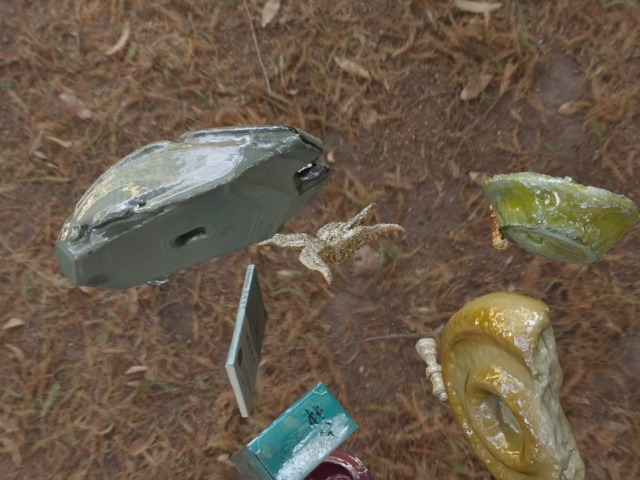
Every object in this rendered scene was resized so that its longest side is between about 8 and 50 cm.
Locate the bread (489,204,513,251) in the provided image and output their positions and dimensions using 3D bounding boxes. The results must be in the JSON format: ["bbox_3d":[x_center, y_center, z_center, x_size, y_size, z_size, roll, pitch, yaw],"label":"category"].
[{"bbox_3d":[0.415,-0.061,1.360,0.054,0.136,0.154,28,43,-26],"label":"bread"}]

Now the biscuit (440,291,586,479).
[{"bbox_3d":[0.228,0.199,0.807,0.091,0.213,0.274,-23,96,-22],"label":"biscuit"}]

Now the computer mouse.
[{"bbox_3d":[-0.197,-0.064,0.982,0.429,0.228,0.145,-22,62,0],"label":"computer mouse"}]

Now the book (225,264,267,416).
[{"bbox_3d":[-0.215,0.292,1.948,0.031,0.264,0.379,0,45,7],"label":"book"}]

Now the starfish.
[{"bbox_3d":[0.024,-0.003,1.485,0.293,0.301,0.084,-26,115,-34],"label":"starfish"}]

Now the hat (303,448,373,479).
[{"bbox_3d":[0.039,0.586,1.519,0.205,0.089,0.205,-8,72,26],"label":"hat"}]

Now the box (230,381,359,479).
[{"bbox_3d":[-0.050,0.328,1.055,0.153,0.245,0.092,-37,80,-23],"label":"box"}]

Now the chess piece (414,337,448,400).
[{"bbox_3d":[0.302,0.344,1.736,0.060,0.060,0.172,-18,52,4],"label":"chess piece"}]

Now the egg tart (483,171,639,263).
[{"bbox_3d":[0.286,-0.028,0.808,0.197,0.197,0.078,18,82,8],"label":"egg tart"}]
